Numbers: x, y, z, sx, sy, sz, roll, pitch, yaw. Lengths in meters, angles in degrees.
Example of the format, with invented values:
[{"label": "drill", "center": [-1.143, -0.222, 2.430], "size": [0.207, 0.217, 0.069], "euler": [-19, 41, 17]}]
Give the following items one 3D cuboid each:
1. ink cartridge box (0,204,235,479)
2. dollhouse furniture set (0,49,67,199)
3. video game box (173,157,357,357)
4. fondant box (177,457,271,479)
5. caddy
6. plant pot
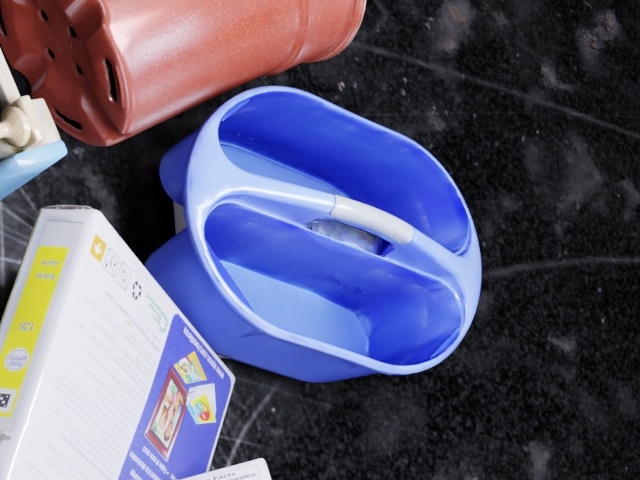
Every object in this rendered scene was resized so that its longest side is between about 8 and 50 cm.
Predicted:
[{"label": "ink cartridge box", "center": [-0.186, 0.180, 1.219], "size": [0.303, 0.072, 0.307], "euler": [60, 40, -53]}, {"label": "dollhouse furniture set", "center": [-0.377, -0.135, 1.104], "size": [0.198, 0.303, 0.286], "euler": [-21, 89, -41]}, {"label": "video game box", "center": [-0.056, 0.017, 1.478], "size": [0.187, 0.048, 0.205], "euler": [5, 73, -35]}, {"label": "fondant box", "center": [-0.039, 0.361, 1.165], "size": [0.096, 0.330, 0.238], "euler": [-14, 113, -5]}, {"label": "caddy", "center": [0.000, 0.000, 1.381], "size": [0.341, 0.179, 0.241], "euler": [20, 63, -32]}, {"label": "plant pot", "center": [-0.144, -0.234, 1.365], "size": [0.265, 0.272, 0.272], "euler": [-36, 99, -32]}]
